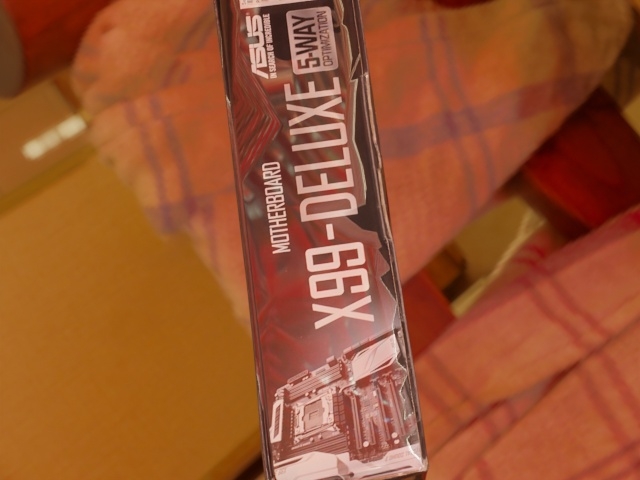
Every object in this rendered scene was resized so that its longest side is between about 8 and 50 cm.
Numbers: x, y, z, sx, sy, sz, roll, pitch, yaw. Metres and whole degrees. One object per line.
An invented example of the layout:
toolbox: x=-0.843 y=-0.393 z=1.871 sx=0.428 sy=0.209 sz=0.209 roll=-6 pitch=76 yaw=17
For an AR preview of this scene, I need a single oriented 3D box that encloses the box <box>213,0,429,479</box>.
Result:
box: x=0.000 y=0.000 z=0.735 sx=0.242 sy=0.077 sz=0.307 roll=81 pitch=-179 yaw=-72
